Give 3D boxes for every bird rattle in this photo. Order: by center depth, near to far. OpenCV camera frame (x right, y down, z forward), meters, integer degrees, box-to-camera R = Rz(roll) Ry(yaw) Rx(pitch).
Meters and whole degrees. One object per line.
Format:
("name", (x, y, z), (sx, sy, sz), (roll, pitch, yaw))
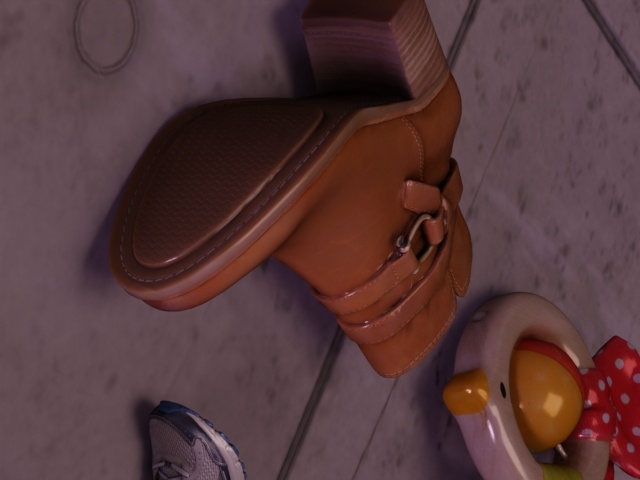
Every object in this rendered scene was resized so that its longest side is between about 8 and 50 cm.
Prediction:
("bird rattle", (0.171, 0.130, 1.256), (0.253, 0.143, 0.207), (-48, 117, -41))

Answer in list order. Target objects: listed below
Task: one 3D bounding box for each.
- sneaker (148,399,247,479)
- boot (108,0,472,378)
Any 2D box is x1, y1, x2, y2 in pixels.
("sneaker", (-0.073, 0.151, 0.980), (0.058, 0.052, 0.135), (-40, 128, -37))
("boot", (0.000, 0.000, 1.020), (0.283, 0.109, 0.220), (-57, 143, -40))
